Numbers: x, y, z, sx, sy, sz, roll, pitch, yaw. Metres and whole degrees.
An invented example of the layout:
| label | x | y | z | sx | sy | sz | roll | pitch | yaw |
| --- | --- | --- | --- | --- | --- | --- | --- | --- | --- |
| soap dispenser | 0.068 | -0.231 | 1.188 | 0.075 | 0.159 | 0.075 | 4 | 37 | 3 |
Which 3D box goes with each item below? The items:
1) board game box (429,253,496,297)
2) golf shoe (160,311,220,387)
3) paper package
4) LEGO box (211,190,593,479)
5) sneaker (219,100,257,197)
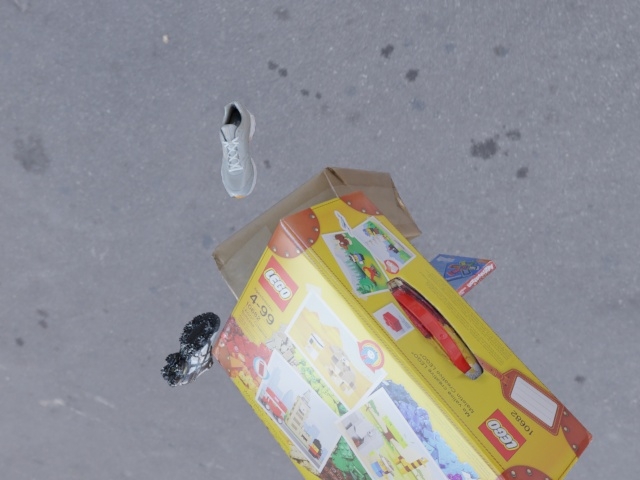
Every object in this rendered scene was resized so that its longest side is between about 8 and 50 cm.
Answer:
| label | x | y | z | sx | sy | sz | roll | pitch | yaw |
| --- | --- | --- | --- | --- | --- | --- | --- | --- | --- |
| board game box | 0.323 | 0.094 | 1.628 | 0.145 | 0.281 | 0.027 | -39 | 101 | -10 |
| golf shoe | -0.271 | 0.241 | 1.407 | 0.198 | 0.077 | 0.094 | -52 | 143 | 14 |
| paper package | 0.000 | 0.000 | 1.337 | 0.325 | 0.309 | 0.168 | -34 | 77 | 28 |
| LEGO box | 0.089 | 0.236 | 1.002 | 0.500 | 0.193 | 0.372 | 48 | 134 | 19 |
| sneaker | -0.229 | -0.243 | 1.661 | 0.099 | 0.262 | 0.121 | -7 | 164 | 11 |
